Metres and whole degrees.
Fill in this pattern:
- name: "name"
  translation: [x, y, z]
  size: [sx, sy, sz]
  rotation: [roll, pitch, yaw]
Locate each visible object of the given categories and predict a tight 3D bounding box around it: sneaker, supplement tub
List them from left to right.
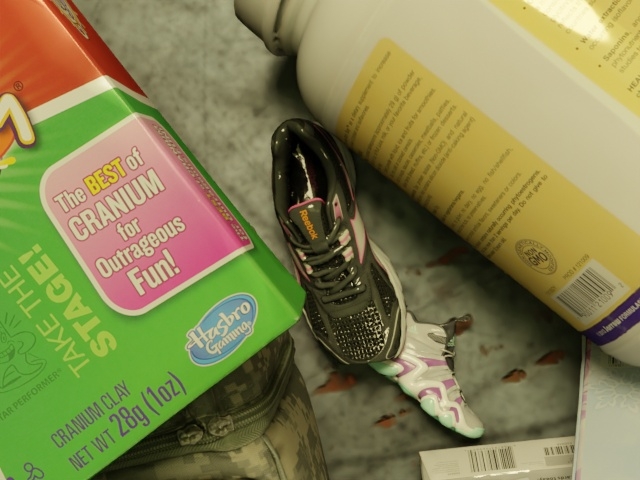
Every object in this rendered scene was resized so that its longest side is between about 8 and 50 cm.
- name: "sneaker"
  translation: [0.000, 0.000, 0.755]
  size: [0.072, 0.077, 0.178]
  rotation: [-24, 77, 11]
- name: "sneaker"
  translation: [0.085, 0.082, 0.771]
  size: [0.098, 0.038, 0.069]
  rotation: [38, 90, 6]
- name: "supplement tub"
  translation: [0.138, -0.111, 0.683]
  size: [0.331, 0.241, 0.241]
  rotation: [40, 89, 6]

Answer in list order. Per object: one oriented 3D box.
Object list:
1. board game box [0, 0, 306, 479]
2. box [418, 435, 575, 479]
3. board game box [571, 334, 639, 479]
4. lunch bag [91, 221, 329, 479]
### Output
- name: "board game box"
  translation: [-0.198, -0.019, 0.544]
  size: [0.242, 0.064, 0.316]
  rotation: [-38, 95, 6]
- name: "box"
  translation: [0.139, 0.194, 0.692]
  size: [0.145, 0.186, 0.038]
  rotation: [-7, 119, 3]
- name: "board game box"
  translation: [0.290, 0.159, 0.590]
  size: [0.319, 0.318, 0.066]
  rotation: [-3, 120, 19]
- name: "lunch bag"
  translation: [-0.142, 0.146, 0.708]
  size: [0.305, 0.212, 0.256]
  rotation: [-16, 101, 3]
